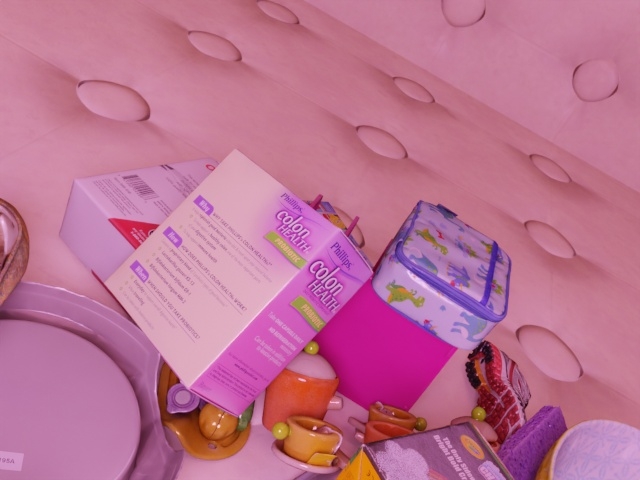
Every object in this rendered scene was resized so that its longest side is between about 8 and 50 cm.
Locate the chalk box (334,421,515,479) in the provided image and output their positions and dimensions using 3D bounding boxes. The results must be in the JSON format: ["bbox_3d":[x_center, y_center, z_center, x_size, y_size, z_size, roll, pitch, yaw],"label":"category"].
[{"bbox_3d":[0.124,0.287,0.744,0.213,0.132,0.132,3,40,-38],"label":"chalk box"}]

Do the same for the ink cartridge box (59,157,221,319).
[{"bbox_3d":[-0.221,-0.016,1.092,0.197,0.114,0.273,43,35,22],"label":"ink cartridge box"}]

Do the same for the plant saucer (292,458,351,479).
[{"bbox_3d":[0.118,0.400,0.797,0.401,0.100,0.400,21,33,-14],"label":"plant saucer"}]

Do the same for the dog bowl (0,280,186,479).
[{"bbox_3d":[-0.318,0.197,0.732,0.349,0.102,0.348,20,34,-14],"label":"dog bowl"}]

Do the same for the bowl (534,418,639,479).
[{"bbox_3d":[0.382,0.401,0.935,0.290,0.156,0.289,16,44,-16],"label":"bowl"}]

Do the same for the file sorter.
[{"bbox_3d":[0.057,0.092,1.083,0.291,0.202,0.182,32,31,3],"label":"file sorter"}]

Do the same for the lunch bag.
[{"bbox_3d":[0.176,0.044,0.973,0.176,0.090,0.219,34,29,3],"label":"lunch bag"}]

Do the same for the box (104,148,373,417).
[{"bbox_3d":[-0.103,0.047,0.874,0.213,0.243,0.117,39,-7,37],"label":"box"}]

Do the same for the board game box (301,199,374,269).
[{"bbox_3d":[0.000,0.000,1.320,0.136,0.035,0.201,2,41,-37],"label":"board game box"}]

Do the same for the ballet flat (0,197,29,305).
[{"bbox_3d":[-0.373,0.026,0.725,0.123,0.123,0.348,19,33,-16],"label":"ballet flat"}]

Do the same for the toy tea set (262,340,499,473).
[{"bbox_3d":[0.076,0.220,0.925,0.336,0.124,0.200,14,2,-25],"label":"toy tea set"}]

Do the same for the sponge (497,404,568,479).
[{"bbox_3d":[0.306,0.334,1.026,0.210,0.031,0.117,-20,93,-45],"label":"sponge"}]

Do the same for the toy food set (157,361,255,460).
[{"bbox_3d":[-0.141,0.176,0.929,0.128,0.071,0.217,17,34,-19],"label":"toy food set"}]

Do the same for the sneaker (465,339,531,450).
[{"bbox_3d":[0.308,0.261,1.152,0.093,0.088,0.225,28,35,-19],"label":"sneaker"}]
